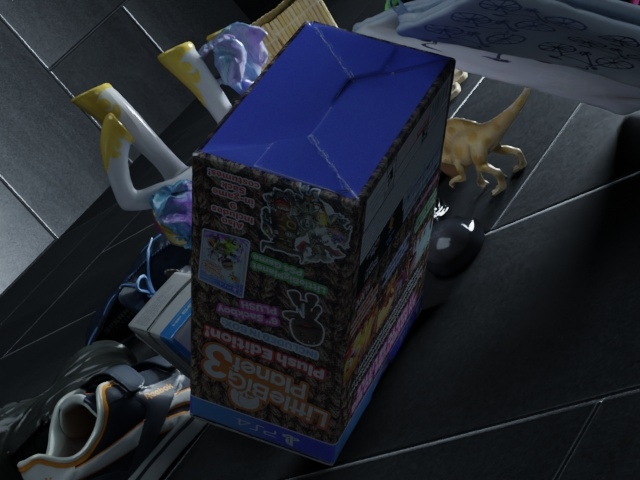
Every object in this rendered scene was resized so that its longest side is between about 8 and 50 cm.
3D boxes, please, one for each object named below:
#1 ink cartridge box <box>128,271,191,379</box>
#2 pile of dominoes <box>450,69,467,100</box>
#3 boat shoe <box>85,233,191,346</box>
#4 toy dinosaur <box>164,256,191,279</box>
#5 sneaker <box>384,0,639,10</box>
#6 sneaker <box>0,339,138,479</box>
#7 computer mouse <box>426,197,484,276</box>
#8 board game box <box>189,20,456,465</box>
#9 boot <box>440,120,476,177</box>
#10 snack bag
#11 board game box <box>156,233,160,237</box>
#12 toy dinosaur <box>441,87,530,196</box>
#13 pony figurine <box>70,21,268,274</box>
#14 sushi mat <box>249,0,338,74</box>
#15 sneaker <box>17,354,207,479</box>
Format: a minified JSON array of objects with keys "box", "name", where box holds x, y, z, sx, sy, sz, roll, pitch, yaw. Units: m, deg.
[{"box":[-0.098,0.109,1.524,0.086,0.148,0.203,-51,16,-11],"name":"ink cartridge box"},{"box":[0.171,-0.227,2.172,0.196,0.040,0.251,-27,27,43],"name":"pile of dominoes"},{"box":[-0.253,0.091,2.193,0.258,0.109,0.089,-53,14,27],"name":"boat shoe"},{"box":[-0.118,-0.001,2.022,0.160,0.121,0.313,-24,23,26],"name":"toy dinosaur"},{"box":[0.293,-0.278,1.384,0.483,0.202,0.185,-18,-2,3],"name":"sneaker"},{"box":[-0.348,0.243,1.921,0.286,0.109,0.130,-45,20,-7],"name":"sneaker"},{"box":[0.121,-0.016,1.564,0.071,0.041,0.242,-41,12,4],"name":"computer mouse"},{"box":[0.000,0.000,1.291,0.232,0.141,0.291,-55,-23,-47],"name":"board game box"},{"box":[0.161,-0.110,1.758,0.087,0.042,0.118,-46,14,-31],"name":"boot"},{"box":[0.211,-0.158,1.289,0.342,0.323,0.037,-178,99,-70],"name":"snack bag"},{"box":[-0.118,-0.117,2.560,0.347,0.056,0.208,-47,10,-22],"name":"board game box"},{"box":[0.171,-0.098,1.574,0.183,0.092,0.053,-28,19,44],"name":"toy dinosaur"},{"box":[-0.085,-0.071,1.805,0.351,0.363,0.303,-25,6,-2],"name":"pony figurine"},{"box":[-0.009,-0.187,1.967,0.151,0.316,0.019,-35,46,-1],"name":"sushi mat"},{"box":[-0.201,0.184,1.645,0.126,0.127,0.321,-29,16,47],"name":"sneaker"}]
